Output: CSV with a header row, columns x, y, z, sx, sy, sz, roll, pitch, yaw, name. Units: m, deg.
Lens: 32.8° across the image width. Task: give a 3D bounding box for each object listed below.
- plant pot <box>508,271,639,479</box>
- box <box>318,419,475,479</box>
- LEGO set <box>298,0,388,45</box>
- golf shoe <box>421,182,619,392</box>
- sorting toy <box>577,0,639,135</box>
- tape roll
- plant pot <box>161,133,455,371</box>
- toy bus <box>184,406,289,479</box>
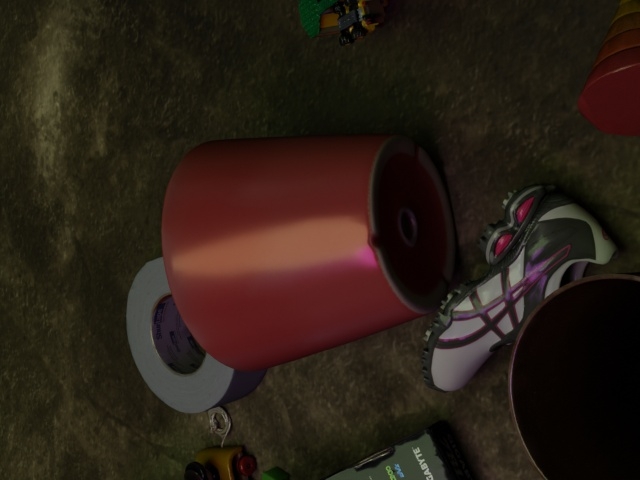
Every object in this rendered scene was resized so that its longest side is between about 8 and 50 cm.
x,y,z,sx,sy,sz,roll,pitch,yaw,name
0.317,0.118,0.957,0.215,0.230,0.216,8,103,39,plant pot
0.078,0.405,1.266,0.293,0.073,0.296,-31,78,20,box
0.075,-0.378,1.146,0.255,0.192,0.332,150,107,-70,LEGO set
0.198,0.073,1.141,0.120,0.105,0.273,38,122,21,golf shoe
0.386,-0.217,0.942,0.365,0.127,0.126,-24,53,38,sorting toy
-0.169,0.121,1.486,0.219,0.072,0.219,10,106,39,tape roll
0.000,0.000,1.205,0.243,0.275,0.275,-10,92,32,plant pot
-0.147,0.365,1.492,0.202,0.104,0.191,41,122,28,toy bus
